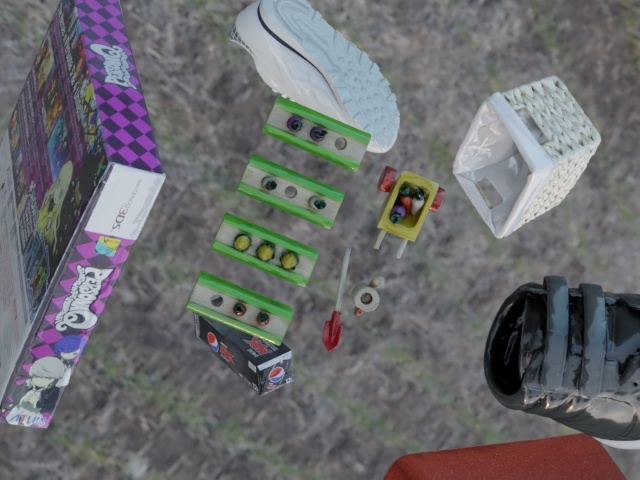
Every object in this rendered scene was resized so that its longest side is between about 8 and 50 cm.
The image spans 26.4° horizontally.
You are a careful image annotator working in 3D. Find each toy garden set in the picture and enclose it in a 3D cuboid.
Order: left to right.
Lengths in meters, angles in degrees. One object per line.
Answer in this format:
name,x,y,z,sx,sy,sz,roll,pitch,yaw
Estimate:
toy garden set,0.000,0.000,1.422,0.049,0.204,0.244,-125,-122,-81

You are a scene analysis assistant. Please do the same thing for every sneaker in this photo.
sneaker,-0.004,-0.189,1.600,0.095,0.235,0.090,-33,-166,43
sneaker,0.217,0.066,0.863,0.147,0.104,0.296,17,155,-25

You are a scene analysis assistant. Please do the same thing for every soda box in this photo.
soda box,-0.105,0.140,1.848,0.060,0.169,0.053,-23,128,-27

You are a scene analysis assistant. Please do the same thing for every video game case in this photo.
video game case,-0.174,-0.030,0.907,0.042,0.232,0.210,13,121,-26

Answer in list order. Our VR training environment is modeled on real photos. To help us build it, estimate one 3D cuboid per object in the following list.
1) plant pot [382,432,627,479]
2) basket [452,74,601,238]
plant pot,0.181,0.357,1.223,0.267,0.236,0.267,1,122,-38
basket,0.239,-0.098,1.581,0.103,0.113,0.167,-24,159,-20
